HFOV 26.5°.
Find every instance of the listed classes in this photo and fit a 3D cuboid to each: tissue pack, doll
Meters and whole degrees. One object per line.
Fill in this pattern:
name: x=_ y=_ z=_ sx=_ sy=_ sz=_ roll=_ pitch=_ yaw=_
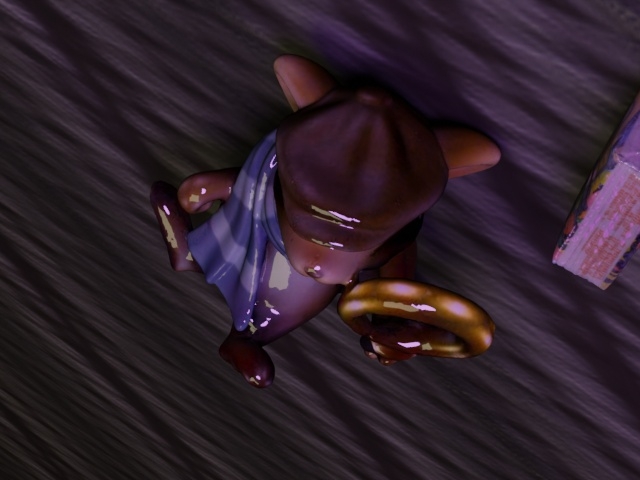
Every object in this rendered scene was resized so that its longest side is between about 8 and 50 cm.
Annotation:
tissue pack: x=0.231 y=-0.047 z=1.000 sx=0.060 sy=0.108 sz=0.148 roll=31 pitch=149 yaw=8
doll: x=-0.002 y=0.004 z=1.205 sx=0.318 sy=0.209 sz=0.340 roll=35 pitch=147 yaw=-2
